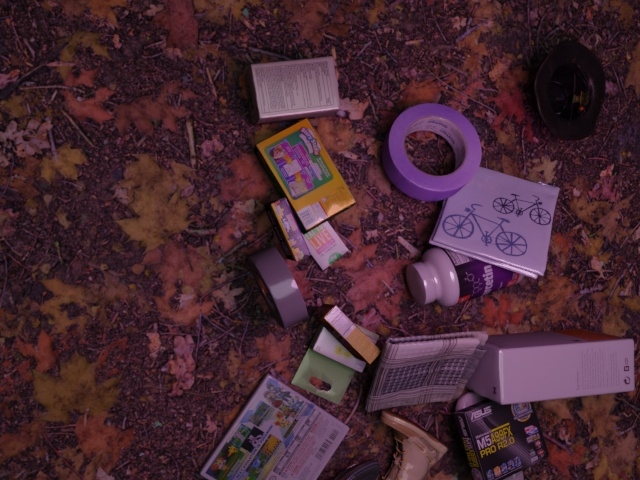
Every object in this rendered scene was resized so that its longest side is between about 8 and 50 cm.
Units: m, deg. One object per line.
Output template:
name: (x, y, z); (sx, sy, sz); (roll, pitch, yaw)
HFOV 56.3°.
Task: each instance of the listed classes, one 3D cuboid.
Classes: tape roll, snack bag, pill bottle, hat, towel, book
tape roll: (0.321, -0.256, 1.738); (0.275, 0.090, 0.274); (2, 73, -8)
snack bag: (0.512, -0.075, 1.746); (0.323, 0.037, 0.342); (18, 57, 10)
pill bottle: (0.424, 0.085, 1.763); (0.323, 0.181, 0.181); (-17, 95, -14)
tape roll: (-0.116, 0.125, 1.599); (0.072, 0.219, 0.219); (-27, 97, -14)
hat: (0.736, -0.460, 1.863); (0.331, 0.134, 0.331); (-6, 100, -32)
towel: (0.303, 0.381, 1.708); (0.324, 0.056, 0.312); (-2, 130, -18)
book: (0.000, 0.000, 1.728); (0.096, 0.035, 0.144); (-39, 101, -7)

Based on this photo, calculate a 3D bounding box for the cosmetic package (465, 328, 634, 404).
cosmetic package: (0.682, 0.372, 1.813); (0.454, 0.230, 0.161); (-2, 91, -16)

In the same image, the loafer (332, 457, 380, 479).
loafer: (0.053, 0.706, 1.722); (0.268, 0.084, 0.096); (-28, 123, -30)

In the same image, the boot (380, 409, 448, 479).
boot: (0.235, 0.632, 1.758); (0.262, 0.095, 0.203); (39, 82, -27)

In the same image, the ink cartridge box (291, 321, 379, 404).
ink cartridge box: (0.043, 0.343, 1.732); (0.171, 0.056, 0.235); (28, 82, -14)

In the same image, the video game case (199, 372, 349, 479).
video game case: (-0.126, 0.592, 1.699); (0.300, 0.036, 0.329); (37, 83, -13)

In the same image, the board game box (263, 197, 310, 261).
board game box: (-0.094, -0.031, 1.643); (0.048, 0.141, 0.170); (-25, 98, -13)

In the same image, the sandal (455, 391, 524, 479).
sandal: (0.515, 0.667, 1.845); (0.169, 0.102, 0.416); (-13, 84, -30)

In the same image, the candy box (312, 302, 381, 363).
candy box: (0.071, 0.256, 1.654); (0.053, 0.109, 0.186); (-45, 100, -15)

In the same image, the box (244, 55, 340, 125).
box: (-0.079, -0.409, 1.648); (0.232, 0.127, 0.148); (-10, 93, -15)

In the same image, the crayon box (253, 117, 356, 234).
crayon box: (-0.044, -0.179, 1.665); (0.165, 0.081, 0.278); (-30, 89, -12)

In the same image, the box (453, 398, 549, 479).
box: (0.542, 0.581, 1.787); (0.270, 0.060, 0.216); (-9, 81, -30)
